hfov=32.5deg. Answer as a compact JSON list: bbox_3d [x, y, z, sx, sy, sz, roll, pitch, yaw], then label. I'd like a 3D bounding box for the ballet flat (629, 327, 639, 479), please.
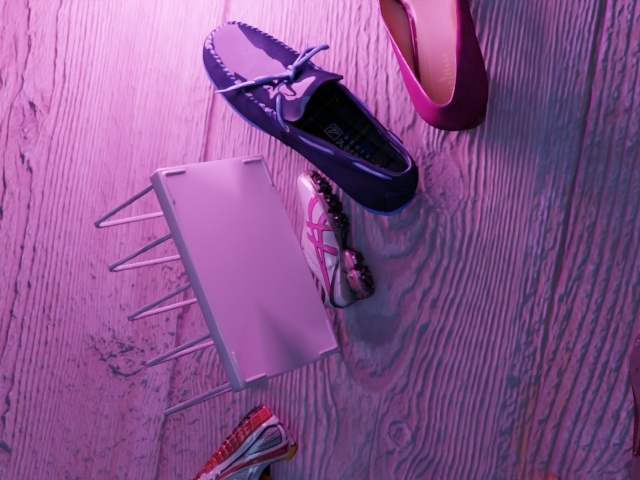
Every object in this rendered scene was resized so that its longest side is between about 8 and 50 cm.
[{"bbox_3d":[0.420,0.196,1.332,0.084,0.058,0.249,2,85,37],"label":"ballet flat"}]

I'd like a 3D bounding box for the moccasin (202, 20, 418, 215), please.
[{"bbox_3d":[-0.002,-0.179,1.397,0.342,0.117,0.137,36,70,7],"label":"moccasin"}]

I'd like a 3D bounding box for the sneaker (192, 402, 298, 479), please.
[{"bbox_3d":[-0.118,0.327,1.460,0.093,0.088,0.225,40,105,2],"label":"sneaker"}]

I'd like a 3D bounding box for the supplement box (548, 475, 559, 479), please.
[{"bbox_3d":[0.313,0.346,1.365,0.098,0.036,0.062,31,97,13],"label":"supplement box"}]

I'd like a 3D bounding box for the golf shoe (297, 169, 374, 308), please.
[{"bbox_3d":[0.000,0.000,1.436,0.086,0.067,0.186,-22,85,16],"label":"golf shoe"}]

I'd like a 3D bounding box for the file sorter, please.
[{"bbox_3d":[-0.141,0.058,1.399,0.173,0.193,0.277,-26,83,38],"label":"file sorter"}]

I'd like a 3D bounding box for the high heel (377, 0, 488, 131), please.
[{"bbox_3d":[0.118,-0.313,1.343,0.127,0.181,0.377,-25,84,14],"label":"high heel"}]
